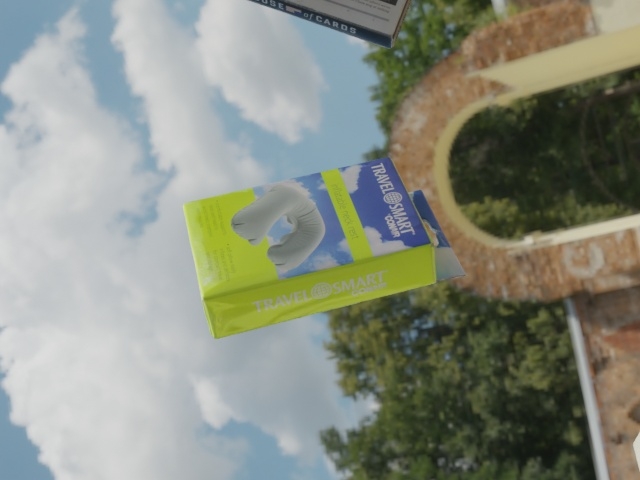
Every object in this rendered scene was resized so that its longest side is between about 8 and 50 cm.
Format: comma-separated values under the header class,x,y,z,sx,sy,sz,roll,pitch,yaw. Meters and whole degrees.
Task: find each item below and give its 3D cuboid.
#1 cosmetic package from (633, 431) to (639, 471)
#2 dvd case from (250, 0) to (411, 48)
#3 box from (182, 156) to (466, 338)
class,x,y,z,sx,sy,sz,roll,pitch,yaw
cosmetic package,0.309,0.191,0.667,0.309,0.160,0.113,-66,-2,-69
dvd case,0.022,-0.308,0.971,0.029,0.179,0.239,91,-161,-73
box,0.000,0.000,0.739,0.109,0.178,0.042,-110,9,-49
